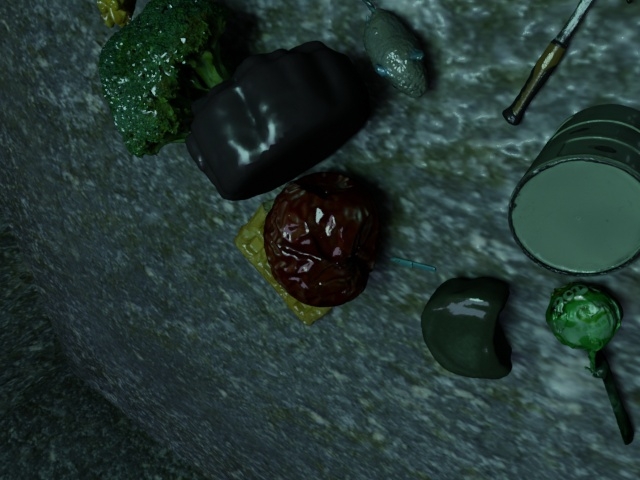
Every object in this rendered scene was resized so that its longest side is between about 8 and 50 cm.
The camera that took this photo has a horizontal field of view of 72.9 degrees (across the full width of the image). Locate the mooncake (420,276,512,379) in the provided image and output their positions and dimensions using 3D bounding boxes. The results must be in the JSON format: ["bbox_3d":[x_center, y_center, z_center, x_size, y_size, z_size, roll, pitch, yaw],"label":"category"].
[{"bbox_3d":[0.259,0.143,0.727,0.169,0.104,0.175,35,130,21],"label":"mooncake"}]

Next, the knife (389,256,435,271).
[{"bbox_3d":[0.170,0.045,0.806,0.091,0.005,0.014,15,123,32],"label":"knife"}]

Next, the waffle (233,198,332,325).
[{"bbox_3d":[-0.069,0.052,0.965,0.274,0.057,0.168,48,135,5],"label":"waffle"}]

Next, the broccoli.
[{"bbox_3d":[-0.236,-0.281,0.761,0.275,0.307,0.307,26,136,-14],"label":"broccoli"}]

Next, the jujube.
[{"bbox_3d":[0.000,0.000,0.771,0.213,0.213,0.232,19,127,29],"label":"jujube"}]

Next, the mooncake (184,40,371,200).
[{"bbox_3d":[-0.063,-0.181,0.667,0.283,0.283,0.141,-30,90,45],"label":"mooncake"}]

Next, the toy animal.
[{"bbox_3d":[0.072,-0.310,0.618,0.070,0.079,0.252,-40,89,24],"label":"toy animal"}]

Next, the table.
[{"bbox_3d":[0.301,-0.065,0.482,0.127,0.220,0.126,20,126,29],"label":"table"}]

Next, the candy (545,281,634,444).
[{"bbox_3d":[0.428,0.202,0.657,0.097,0.097,0.323,-13,114,42],"label":"candy"}]

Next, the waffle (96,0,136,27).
[{"bbox_3d":[-0.313,-0.490,0.691,0.293,0.069,0.259,147,131,-59],"label":"waffle"}]

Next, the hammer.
[{"bbox_3d":[0.291,-0.232,0.531,0.078,0.021,0.200,35,133,17],"label":"hammer"}]
